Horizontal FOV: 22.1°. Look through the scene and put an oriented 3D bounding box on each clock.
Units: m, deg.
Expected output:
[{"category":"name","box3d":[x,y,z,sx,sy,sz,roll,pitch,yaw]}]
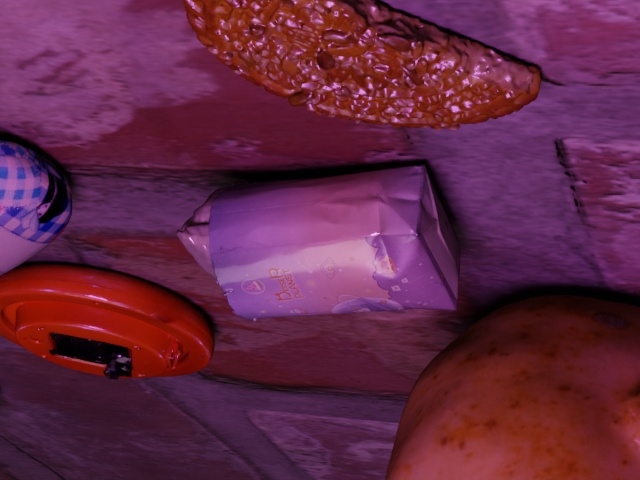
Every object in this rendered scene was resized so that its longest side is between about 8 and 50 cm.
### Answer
[{"category":"clock","box3d":[-0.192,0.076,1.409,0.205,0.051,0.205,9,157,4]}]

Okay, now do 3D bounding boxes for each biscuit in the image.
[{"category":"biscuit","box3d":[0.012,-0.100,0.916,0.206,0.025,0.126,19,157,-18]}]

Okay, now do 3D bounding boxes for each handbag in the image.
[{"category":"handbag","box3d":[0.000,0.000,1.091,0.173,0.095,0.117,-5,149,16]}]

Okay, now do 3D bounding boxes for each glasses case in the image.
[{"category":"glasses case","box3d":[-0.330,0.016,1.176,0.328,0.076,0.125,-24,149,17]}]

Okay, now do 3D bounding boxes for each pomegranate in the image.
[{"category":"pomegranate","box3d":[0.206,0.187,1.168,0.343,0.342,0.342,9,158,4]}]
